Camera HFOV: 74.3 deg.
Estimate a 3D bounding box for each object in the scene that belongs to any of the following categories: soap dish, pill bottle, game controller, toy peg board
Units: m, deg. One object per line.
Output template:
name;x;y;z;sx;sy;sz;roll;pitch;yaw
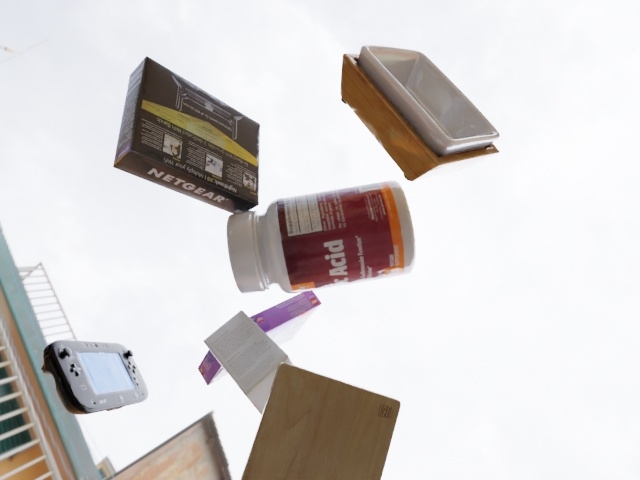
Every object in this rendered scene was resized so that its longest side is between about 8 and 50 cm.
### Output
soap dish;0.190;-0.250;0.836;0.290;0.229;0.118;56;-43;18
pill bottle;0.000;0.000;0.972;0.393;0.224;0.223;-10;-94;0
game controller;-0.493;0.305;0.958;0.067;0.319;0.166;-41;-103;-8
toy peg board;-0.003;0.254;0.543;0.161;0.079;0.161;19;-100;-5

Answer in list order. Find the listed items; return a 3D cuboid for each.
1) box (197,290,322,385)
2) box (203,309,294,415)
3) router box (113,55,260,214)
box;-0.151;0.243;1.085;0.057;0.293;0.201;52;-47;18
box;-0.112;0.229;0.757;0.091;0.130;0.170;-39;-142;-20
router box;-0.277;-0.219;0.945;0.081;0.309;0.242;-23;-122;37
